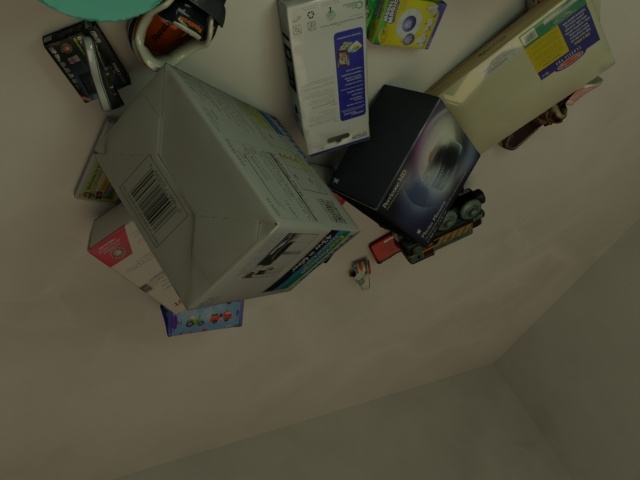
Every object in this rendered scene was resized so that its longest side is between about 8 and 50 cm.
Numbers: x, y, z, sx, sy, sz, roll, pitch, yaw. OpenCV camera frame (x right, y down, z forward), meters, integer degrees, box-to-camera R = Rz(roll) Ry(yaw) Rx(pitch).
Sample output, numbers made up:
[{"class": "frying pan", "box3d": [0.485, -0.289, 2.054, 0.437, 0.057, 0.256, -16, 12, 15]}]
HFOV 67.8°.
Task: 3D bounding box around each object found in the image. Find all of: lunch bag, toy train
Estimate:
[{"class": "lunch bag", "box3d": [-0.329, 0.113, 1.366, 0.220, 0.138, 0.293, -4, 126, -28]}, {"class": "toy train", "box3d": [0.393, -0.055, 1.581, 0.333, 0.142, 0.190, -25, 137, -7]}]

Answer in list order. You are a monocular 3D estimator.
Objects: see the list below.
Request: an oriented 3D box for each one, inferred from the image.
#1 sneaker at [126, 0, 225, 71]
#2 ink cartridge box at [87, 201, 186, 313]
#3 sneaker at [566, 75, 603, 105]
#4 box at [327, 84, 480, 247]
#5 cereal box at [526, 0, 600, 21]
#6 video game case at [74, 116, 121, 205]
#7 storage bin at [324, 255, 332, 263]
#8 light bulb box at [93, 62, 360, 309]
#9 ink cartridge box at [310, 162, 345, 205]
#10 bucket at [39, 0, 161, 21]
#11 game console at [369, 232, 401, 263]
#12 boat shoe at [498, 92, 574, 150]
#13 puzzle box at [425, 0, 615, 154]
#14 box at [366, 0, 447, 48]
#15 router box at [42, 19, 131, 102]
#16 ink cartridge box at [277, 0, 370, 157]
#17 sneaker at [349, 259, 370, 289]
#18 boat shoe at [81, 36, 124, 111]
[{"class": "sneaker", "box3d": [-0.201, -0.413, 0.777, 0.126, 0.127, 0.321, 17, 123, -43]}, {"class": "ink cartridge box", "box3d": [-0.358, 0.021, 1.124, 0.207, 0.117, 0.283, -32, 131, 9]}, {"class": "sneaker", "box3d": [0.778, -0.452, 1.438, 0.134, 0.051, 0.070, -19, 145, -7]}, {"class": "box", "box3d": [0.220, -0.177, 1.212, 0.294, 0.182, 0.296, 28, 92, -49]}, {"class": "cereal box", "box3d": [0.602, -0.571, 1.175, 0.173, 0.047, 0.240, -34, 144, 9]}, {"class": "video game case", "box3d": [-0.406, -0.155, 1.046, 0.193, 0.023, 0.212, 11, 130, -42]}, {"class": "storage bin", "box3d": [0.000, 0.000, 1.454, 0.091, 0.098, 0.135, 13, 129, -29]}, {"class": "light bulb box", "box3d": [-0.159, -0.089, 0.926, 0.225, 0.358, 0.361, -41, 163, 18]}, {"class": "ink cartridge box", "box3d": [-0.081, -0.074, 1.280, 0.197, 0.114, 0.273, 6, 133, -39]}, {"class": "bucket", "box3d": [-0.309, -0.441, 0.617, 0.281, 0.183, 0.281, -18, 142, -15]}, {"class": "game console", "box3d": [0.249, 0.017, 1.699, 0.144, 0.085, 0.124, -30, 113, 2]}, {"class": "boat shoe", "box3d": [0.648, -0.387, 1.366, 0.123, 0.123, 0.342, 3, 134, -36]}, {"class": "puzzle box", "box3d": [0.508, -0.415, 1.215, 0.409, 0.052, 0.272, -35, 134, 24]}, {"class": "box", "box3d": [0.173, -0.473, 1.019, 0.179, 0.043, 0.105, -6, 139, -25]}, {"class": "router box", "box3d": [-0.406, -0.314, 0.836, 0.092, 0.038, 0.122, -26, 144, -5]}, {"class": "ink cartridge box", "box3d": [0.017, -0.349, 1.012, 0.165, 0.065, 0.333, -19, 134, -13]}, {"class": "sneaker", "box3d": [0.141, 0.128, 1.741, 0.075, 0.057, 0.161, -5, 143, -3]}, {"class": "boat shoe", "box3d": [-0.374, -0.286, 0.821, 0.040, 0.049, 0.142, -20, 150, -21]}]
